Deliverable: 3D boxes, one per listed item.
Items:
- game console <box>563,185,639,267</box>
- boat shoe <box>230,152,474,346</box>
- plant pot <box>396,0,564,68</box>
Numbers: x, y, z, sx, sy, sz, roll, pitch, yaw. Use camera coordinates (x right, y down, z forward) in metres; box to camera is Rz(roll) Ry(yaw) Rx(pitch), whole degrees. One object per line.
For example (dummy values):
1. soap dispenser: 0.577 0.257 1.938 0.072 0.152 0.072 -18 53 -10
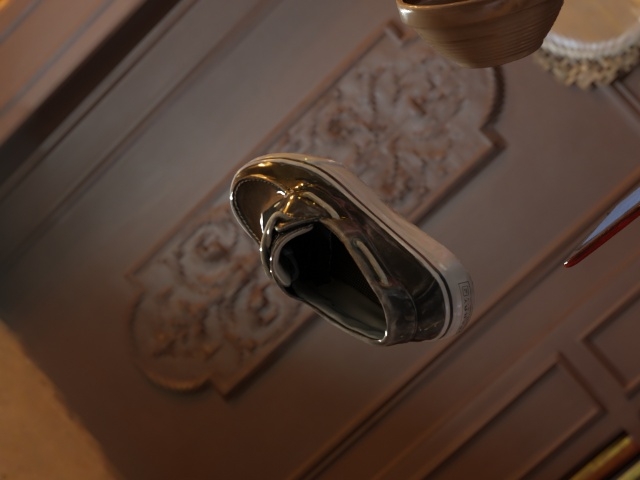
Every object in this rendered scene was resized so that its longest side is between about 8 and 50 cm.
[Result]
1. game console: 0.202 -0.063 0.878 0.144 0.085 0.124 -35 -65 -59
2. boat shoe: 0.000 0.000 1.326 0.119 0.121 0.335 -10 -153 -39
3. plant pot: 0.227 -0.300 1.809 0.237 0.237 0.110 -101 -6 -68
